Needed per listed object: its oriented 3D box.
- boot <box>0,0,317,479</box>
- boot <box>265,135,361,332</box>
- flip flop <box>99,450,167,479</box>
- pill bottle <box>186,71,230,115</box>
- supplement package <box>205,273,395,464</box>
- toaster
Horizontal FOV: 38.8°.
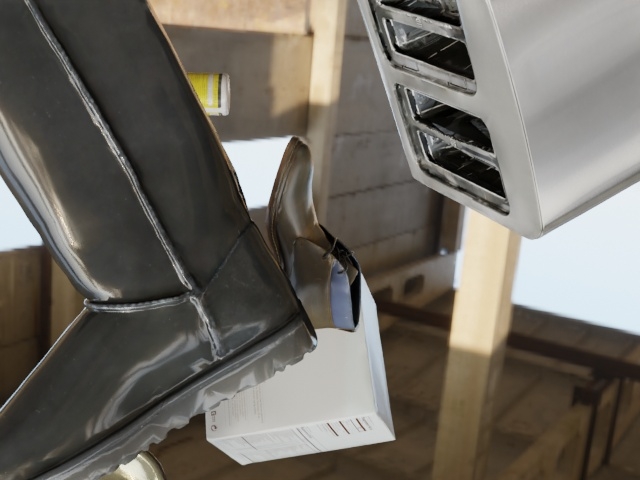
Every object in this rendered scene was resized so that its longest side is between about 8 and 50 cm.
[{"bbox_3d":[-0.251,-0.024,0.814,0.367,0.445,0.146,-29,-168,-16],"label":"boot"},{"bbox_3d":[0.000,0.000,0.955,0.106,0.219,0.082,12,-151,11],"label":"boot"},{"bbox_3d":[-0.267,0.319,0.907,0.277,0.112,0.080,-38,176,-14],"label":"flip flop"},{"bbox_3d":[-0.198,-0.223,1.383,0.117,0.065,0.065,1,-167,-2],"label":"pill bottle"},{"bbox_3d":[-0.028,0.158,1.137,0.203,0.194,0.149,-11,153,9],"label":"supplement package"},{"bbox_3d":[0.107,-0.106,0.504,0.110,0.168,0.186,-32,-147,-14],"label":"toaster"}]
